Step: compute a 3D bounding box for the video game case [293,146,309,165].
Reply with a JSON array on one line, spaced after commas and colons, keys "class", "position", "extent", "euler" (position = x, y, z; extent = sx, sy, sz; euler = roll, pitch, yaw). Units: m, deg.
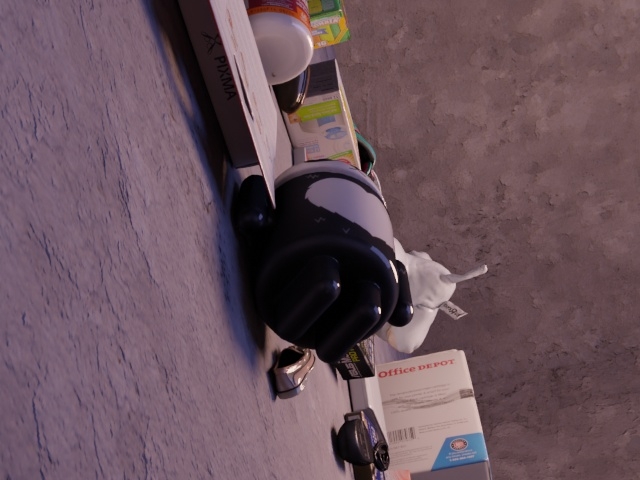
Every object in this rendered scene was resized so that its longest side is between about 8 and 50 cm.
[{"class": "video game case", "position": [0.000, 0.000, 1.848], "extent": [0.204, 0.025, 0.285], "euler": [-94, 170, -49]}]

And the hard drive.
[{"class": "hard drive", "position": [0.080, 0.239, 2.016], "extent": [0.203, 0.040, 0.307], "euler": [68, 11, -54]}]

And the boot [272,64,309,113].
[{"class": "boot", "position": [-0.080, -0.322, 1.678], "extent": [0.106, 0.082, 0.219], "euler": [14, 66, -58]}]

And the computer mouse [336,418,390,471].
[{"class": "computer mouse", "position": [0.069, 0.337, 1.640], "extent": [0.242, 0.041, 0.071], "euler": [47, 29, -64]}]

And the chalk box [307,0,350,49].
[{"class": "chalk box", "position": [-0.021, -0.510, 2.170], "extent": [0.213, 0.132, 0.132], "euler": [45, 33, -76]}]

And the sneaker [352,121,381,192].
[{"class": "sneaker", "position": [0.082, -0.157, 2.389], "extent": [0.178, 0.124, 0.295], "euler": [-101, 168, -63]}]

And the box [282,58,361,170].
[{"class": "box", "position": [0.000, -0.214, 1.868], "extent": [0.103, 0.114, 0.203], "euler": [-95, 171, -47]}]

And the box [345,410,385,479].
[{"class": "box", "position": [0.087, 0.392, 1.810], "extent": [0.225, 0.036, 0.136], "euler": [65, 14, -68]}]

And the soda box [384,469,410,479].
[{"class": "soda box", "position": [0.143, 0.515, 1.883], "extent": [0.183, 0.063, 0.058], "euler": [-96, -172, -49]}]

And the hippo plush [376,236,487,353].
[{"class": "hippo plush", "position": [0.146, 0.094, 2.164], "extent": [0.234, 0.236, 0.294], "euler": [-63, -158, -7]}]

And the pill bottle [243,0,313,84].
[{"class": "pill bottle", "position": [-0.079, -0.325, 1.364], "extent": [0.121, 0.121, 0.221], "euler": [68, 11, -54]}]

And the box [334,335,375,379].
[{"class": "box", "position": [0.040, 0.073, 1.732], "extent": [0.216, 0.060, 0.270], "euler": [62, 23, -56]}]

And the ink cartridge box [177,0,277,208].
[{"class": "ink cartridge box", "position": [-0.109, -0.201, 1.147], "extent": [0.239, 0.060, 0.275], "euler": [-91, 168, -55]}]

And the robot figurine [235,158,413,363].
[{"class": "robot figurine", "position": [0.007, 0.016, 1.218], "extent": [0.278, 0.174, 0.209], "euler": [-92, 167, -56]}]

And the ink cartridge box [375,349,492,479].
[{"class": "ink cartridge box", "position": [0.232, 0.405, 2.189], "extent": [0.307, 0.223, 0.129], "euler": [-95, 171, -49]}]

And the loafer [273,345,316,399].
[{"class": "loafer", "position": [-0.033, 0.146, 1.219], "extent": [0.125, 0.045, 0.039], "euler": [-73, 143, -72]}]
